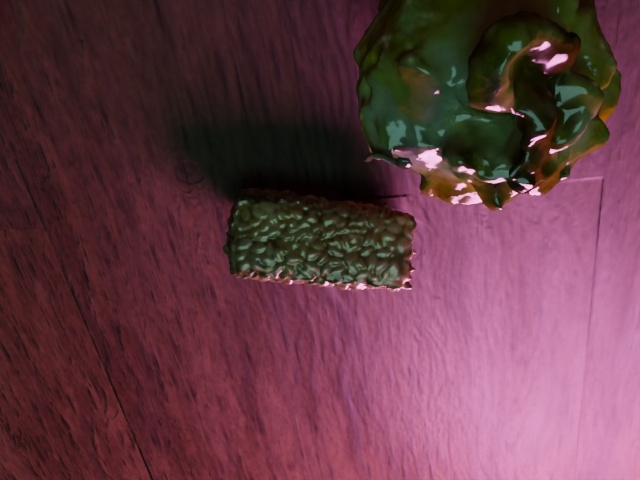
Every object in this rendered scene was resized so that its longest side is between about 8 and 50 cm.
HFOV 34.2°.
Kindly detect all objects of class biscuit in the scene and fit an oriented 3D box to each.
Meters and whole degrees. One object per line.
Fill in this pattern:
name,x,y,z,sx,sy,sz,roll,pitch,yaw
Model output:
biscuit,0.000,0.000,0.907,0.168,0.082,0.070,6,180,-3

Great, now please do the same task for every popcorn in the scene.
popcorn,0.115,-0.111,0.719,0.198,0.212,0.198,-3,104,-11
